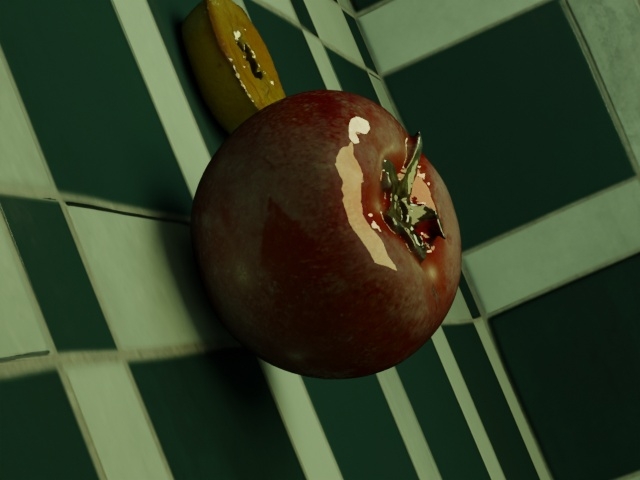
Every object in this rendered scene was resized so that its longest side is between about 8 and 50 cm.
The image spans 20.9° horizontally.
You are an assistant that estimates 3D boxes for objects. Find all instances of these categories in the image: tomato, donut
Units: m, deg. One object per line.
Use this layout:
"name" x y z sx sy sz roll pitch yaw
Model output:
"tomato" 0.000 0.000 1.610 0.270 0.227 0.270 35 43 -41
"donut" -0.101 -0.190 1.953 0.162 0.065 0.178 46 23 -47
